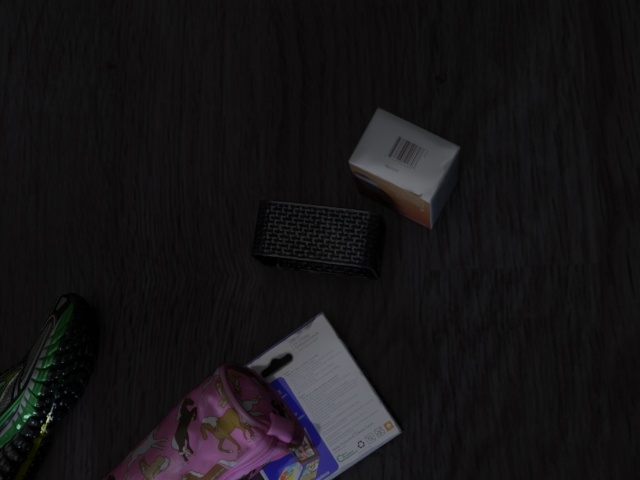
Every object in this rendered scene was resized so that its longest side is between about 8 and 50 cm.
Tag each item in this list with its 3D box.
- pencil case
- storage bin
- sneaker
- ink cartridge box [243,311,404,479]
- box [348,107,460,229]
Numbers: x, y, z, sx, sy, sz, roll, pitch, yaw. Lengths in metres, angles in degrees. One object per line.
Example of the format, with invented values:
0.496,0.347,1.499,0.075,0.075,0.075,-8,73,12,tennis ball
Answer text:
-0.199,0.337,1.224,0.386,0.160,0.167,-46,73,7,pencil case
0.000,0.000,1.305,0.180,0.122,0.084,6,80,10,storage bin
-0.455,0.226,1.327,0.146,0.134,0.344,29,85,14,sneaker
-0.020,0.246,1.299,0.206,0.045,0.208,-34,77,2,ink cartridge box
0.123,-0.099,1.281,0.130,0.170,0.091,27,83,13,box
